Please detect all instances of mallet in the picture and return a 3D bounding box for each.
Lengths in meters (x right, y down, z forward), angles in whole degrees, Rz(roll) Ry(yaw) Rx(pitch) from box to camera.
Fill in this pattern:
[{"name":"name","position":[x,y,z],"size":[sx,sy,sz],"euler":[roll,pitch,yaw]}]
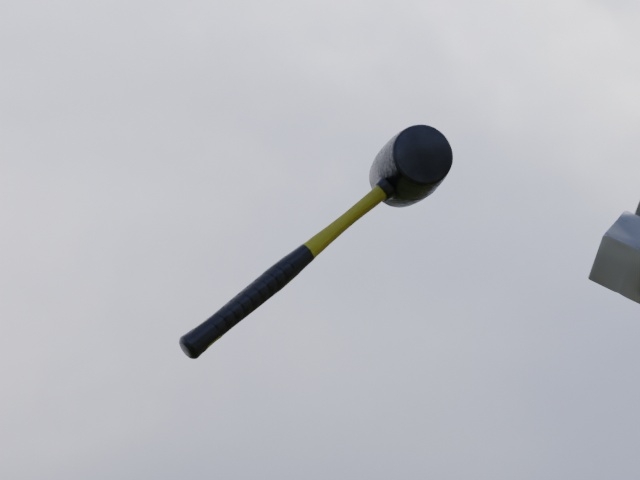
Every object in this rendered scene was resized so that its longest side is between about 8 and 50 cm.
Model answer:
[{"name":"mallet","position":[0.000,0.000,0.896],"size":[0.189,0.039,0.062],"euler":[-39,-2,-25]}]

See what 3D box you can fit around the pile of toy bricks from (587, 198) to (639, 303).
[{"name":"pile of toy bricks","position":[0.173,-0.045,0.465],"size":[0.212,0.105,0.118],"euler":[-41,-28,-49]}]
